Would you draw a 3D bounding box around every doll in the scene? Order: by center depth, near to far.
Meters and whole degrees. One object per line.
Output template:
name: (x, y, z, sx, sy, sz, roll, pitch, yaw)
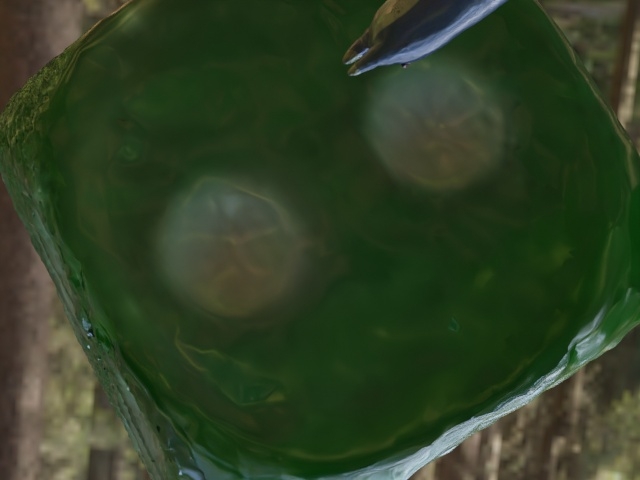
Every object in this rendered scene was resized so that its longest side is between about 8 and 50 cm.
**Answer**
doll: (0.058, -0.091, 0.548, 0.125, 0.027, 0.037, -36, -160, 5)

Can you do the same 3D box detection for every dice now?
dice: (0.000, 0.000, 0.995, 0.300, 0.287, 0.297, -31, 175, -9)
